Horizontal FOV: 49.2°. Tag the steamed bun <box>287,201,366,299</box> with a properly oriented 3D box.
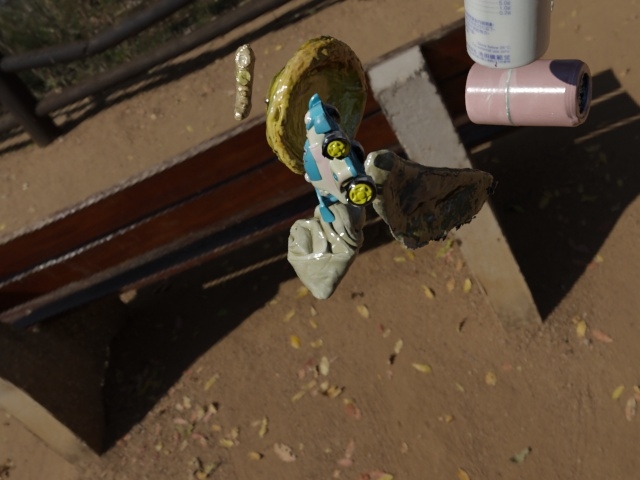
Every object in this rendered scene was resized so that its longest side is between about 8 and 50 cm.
[{"bbox_3d":[0.000,-0.002,1.591,0.218,0.144,0.211,-55,20,35],"label":"steamed bun"}]

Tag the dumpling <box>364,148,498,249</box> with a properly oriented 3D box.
[{"bbox_3d":[0.174,-0.074,1.259,0.086,0.332,0.166,41,116,46],"label":"dumpling"}]

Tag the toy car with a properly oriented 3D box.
[{"bbox_3d":[0.008,-0.115,1.000,0.098,0.161,0.126,-30,37,12],"label":"toy car"}]

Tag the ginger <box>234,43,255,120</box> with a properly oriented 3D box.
[{"bbox_3d":[-0.173,-0.359,1.593,0.051,0.173,0.069,-1,5,-6],"label":"ginger"}]

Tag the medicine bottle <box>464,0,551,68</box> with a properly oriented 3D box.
[{"bbox_3d":[0.263,-0.419,0.986,0.130,0.341,0.130,-8,47,9],"label":"medicine bottle"}]

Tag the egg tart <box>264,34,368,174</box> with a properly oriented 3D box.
[{"bbox_3d":[-0.023,-0.290,1.484,0.123,0.294,0.294,27,66,38],"label":"egg tart"}]

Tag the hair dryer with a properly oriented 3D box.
[{"bbox_3d":[0.424,-0.390,1.349,0.210,0.125,0.352,9,80,34],"label":"hair dryer"}]
